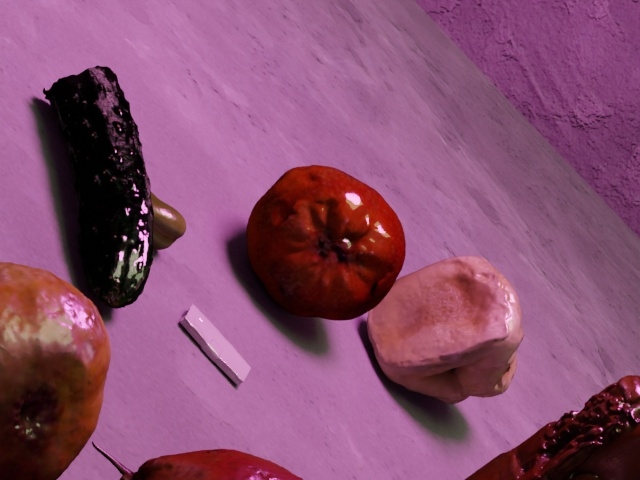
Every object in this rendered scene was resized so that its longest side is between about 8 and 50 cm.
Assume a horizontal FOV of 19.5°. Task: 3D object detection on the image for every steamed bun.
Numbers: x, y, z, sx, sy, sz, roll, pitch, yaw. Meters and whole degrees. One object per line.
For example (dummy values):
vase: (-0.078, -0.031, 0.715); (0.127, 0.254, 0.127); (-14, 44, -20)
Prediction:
steamed bun: (0.155, 0.118, 2.099); (0.155, 0.172, 0.140); (58, 19, -48)

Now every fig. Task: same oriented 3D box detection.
fig: (-0.235, 0.070, 1.295); (0.159, 0.159, 0.257); (41, 3, -27)

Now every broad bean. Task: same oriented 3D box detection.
broad bean: (-0.166, -0.027, 1.766); (0.083, 0.045, 0.063); (43, 16, 2)

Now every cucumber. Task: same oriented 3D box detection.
cucumber: (-0.192, -0.051, 1.696); (0.303, 0.081, 0.072); (-111, -176, -45)

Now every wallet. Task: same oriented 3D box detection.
wallet: (-0.098, 0.096, 1.735); (0.083, 0.011, 0.044); (49, 18, -8)

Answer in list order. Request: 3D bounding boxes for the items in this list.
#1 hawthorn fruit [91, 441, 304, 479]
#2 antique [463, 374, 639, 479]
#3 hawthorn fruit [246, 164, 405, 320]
hawthorn fruit: (-0.077, 0.226, 1.307); (0.235, 0.181, 0.181); (37, 18, -1)
antique: (0.186, 0.241, 1.646); (0.093, 0.310, 0.087); (46, 19, -16)
hawthorn fruit: (-0.001, 0.001, 1.951); (0.173, 0.173, 0.179); (35, -2, -41)
